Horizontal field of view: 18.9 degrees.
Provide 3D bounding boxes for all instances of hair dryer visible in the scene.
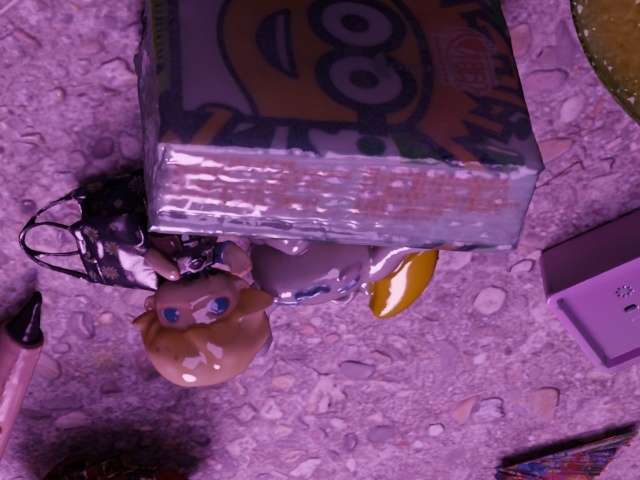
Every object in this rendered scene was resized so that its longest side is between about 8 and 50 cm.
[{"bbox_3d":[-0.334,0.199,1.904,0.107,0.189,0.344,13,118,-20],"label":"hair dryer"}]

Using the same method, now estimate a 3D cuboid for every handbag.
[{"bbox_3d":[-0.208,0.000,1.768,0.139,0.072,0.115,-7,141,6],"label":"handbag"}]

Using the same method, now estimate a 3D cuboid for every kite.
[{"bbox_3d":[0.265,0.277,2.160,0.183,0.014,0.241,10,134,-21],"label":"kite"}]

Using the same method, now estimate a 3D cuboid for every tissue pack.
[{"bbox_3d":[0.008,-0.108,1.571,0.311,0.228,0.128,3,135,-11],"label":"tissue pack"}]

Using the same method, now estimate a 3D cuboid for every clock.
[{"bbox_3d":[0.331,0.038,1.882,0.197,0.063,0.150,-25,134,18],"label":"clock"}]

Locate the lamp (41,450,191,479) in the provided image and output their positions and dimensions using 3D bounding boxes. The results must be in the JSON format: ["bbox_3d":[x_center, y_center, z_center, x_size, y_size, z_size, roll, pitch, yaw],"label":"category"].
[{"bbox_3d":[-0.216,0.319,2.011,0.227,0.227,0.227,-4,136,-4],"label":"lamp"}]

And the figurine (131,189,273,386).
[{"bbox_3d":[-0.108,0.037,1.713,0.114,0.108,0.196,-18,126,-20],"label":"figurine"}]

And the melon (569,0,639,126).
[{"bbox_3d":[0.304,-0.236,1.560,0.169,0.129,0.265,37,114,-1],"label":"melon"}]

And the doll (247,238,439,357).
[{"bbox_3d":[0.000,0.000,1.763,0.252,0.111,0.237,-16,135,15],"label":"doll"}]
